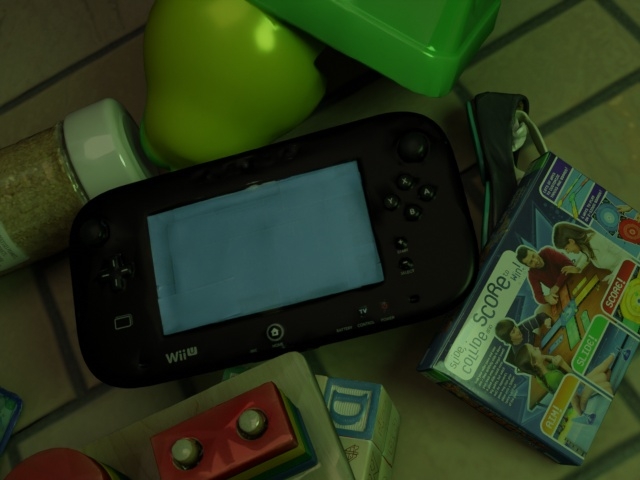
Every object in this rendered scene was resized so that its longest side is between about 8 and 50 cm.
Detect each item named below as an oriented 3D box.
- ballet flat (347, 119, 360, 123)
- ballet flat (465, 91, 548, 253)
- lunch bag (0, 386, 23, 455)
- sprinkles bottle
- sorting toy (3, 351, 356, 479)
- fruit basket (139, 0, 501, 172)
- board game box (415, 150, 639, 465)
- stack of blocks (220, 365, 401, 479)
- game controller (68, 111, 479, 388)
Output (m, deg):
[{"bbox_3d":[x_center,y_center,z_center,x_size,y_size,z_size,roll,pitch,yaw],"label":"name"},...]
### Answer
[{"bbox_3d":[0.000,0.000,0.762,0.086,0.086,0.248,25,71,26],"label":"ballet flat"},{"bbox_3d":[0.165,-0.046,0.742,0.074,0.074,0.203,-7,59,13],"label":"ballet flat"},{"bbox_3d":[-0.354,0.182,0.751,0.129,0.096,0.151,4,54,18],"label":"lunch bag"},{"bbox_3d":[-0.334,-0.016,0.837,0.356,0.121,0.121,-23,59,3],"label":"sprinkles bottle"},{"bbox_3d":[-0.093,0.222,0.553,0.256,0.089,0.257,-25,59,2],"label":"sorting toy"},{"bbox_3d":[-0.032,-0.233,0.792,0.392,0.391,0.283,8,31,20],"label":"fruit basket"},{"bbox_3d":[0.180,0.050,0.666,0.136,0.035,0.201,34,73,-4],"label":"board game box"},{"bbox_3d":[-0.054,0.248,0.632,0.171,0.087,0.297,4,64,19],"label":"stack of blocks"},{"bbox_3d":[-0.043,0.009,0.673,0.319,0.067,0.166,-15,63,10],"label":"game controller"}]
